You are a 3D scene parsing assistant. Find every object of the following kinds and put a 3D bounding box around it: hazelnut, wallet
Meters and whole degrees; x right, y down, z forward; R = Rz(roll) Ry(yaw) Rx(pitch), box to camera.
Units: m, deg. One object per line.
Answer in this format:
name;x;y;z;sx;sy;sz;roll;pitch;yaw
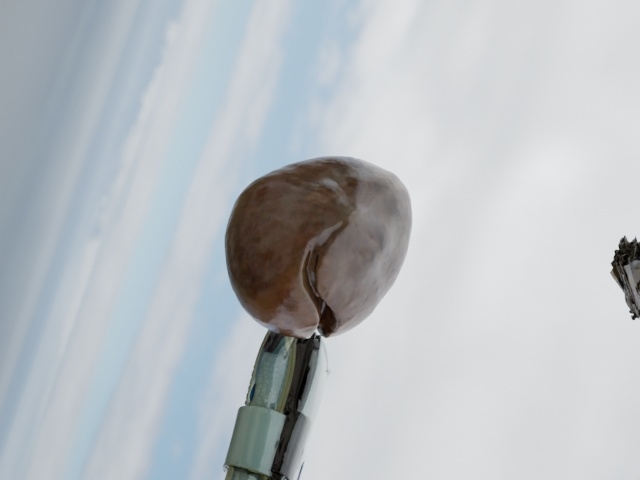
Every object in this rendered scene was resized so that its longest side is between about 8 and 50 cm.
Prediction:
hazelnut;0.000;0.000;0.974;0.154;0.143;0.143;-32;173;-24
wallet;-0.051;0.223;1.306;0.176;0.075;0.250;82;23;-66

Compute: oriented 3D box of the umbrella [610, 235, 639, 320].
umbrella;0.204;0.025;0.845;0.031;0.020;0.083;-58;149;-28
